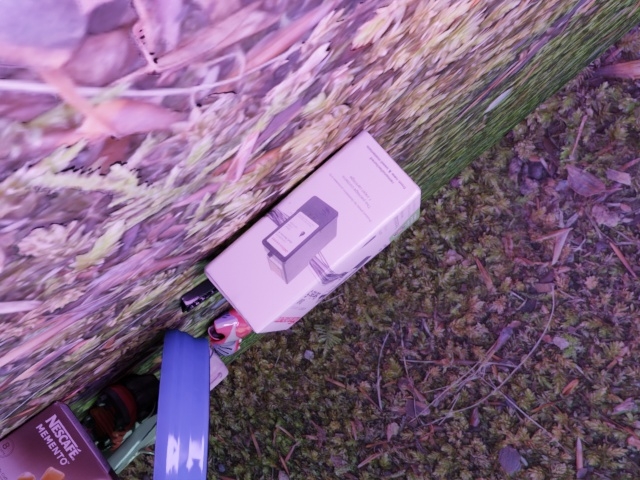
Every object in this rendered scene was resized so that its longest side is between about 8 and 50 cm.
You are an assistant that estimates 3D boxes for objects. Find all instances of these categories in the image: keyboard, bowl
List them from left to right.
[{"bbox_3d":[-0.231,0.346,1.022,0.077,0.391,0.391,3,161,-12],"label":"bowl"},{"bbox_3d":[-0.137,0.051,0.954,0.180,0.023,0.108,-36,173,-23],"label":"keyboard"}]

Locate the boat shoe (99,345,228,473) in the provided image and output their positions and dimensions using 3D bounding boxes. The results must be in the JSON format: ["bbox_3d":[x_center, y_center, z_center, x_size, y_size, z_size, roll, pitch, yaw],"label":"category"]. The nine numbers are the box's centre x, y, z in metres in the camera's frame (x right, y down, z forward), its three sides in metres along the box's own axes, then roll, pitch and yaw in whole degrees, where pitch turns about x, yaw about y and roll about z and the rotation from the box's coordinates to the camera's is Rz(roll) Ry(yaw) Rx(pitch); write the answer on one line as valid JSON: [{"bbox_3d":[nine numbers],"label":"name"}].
[{"bbox_3d":[-0.343,0.413,1.396,0.367,0.156,0.136,-50,-160,-29],"label":"boat shoe"}]

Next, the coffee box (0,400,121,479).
[{"bbox_3d":[-0.389,0.390,0.943,0.141,0.246,0.098,-35,174,-19],"label":"coffee box"}]

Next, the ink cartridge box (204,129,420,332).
[{"bbox_3d":[0.000,0.000,0.847,0.273,0.114,0.198,-41,169,2],"label":"ink cartridge box"}]

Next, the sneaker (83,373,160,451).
[{"bbox_3d":[-0.393,0.344,1.244,0.135,0.097,0.276,-29,168,-42],"label":"sneaker"}]

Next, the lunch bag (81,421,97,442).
[{"bbox_3d":[-0.515,0.427,1.363,0.083,0.053,0.071,-33,177,33],"label":"lunch bag"}]

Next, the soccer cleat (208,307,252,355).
[{"bbox_3d":[-0.224,0.214,1.407,0.095,0.083,0.248,-8,162,-27],"label":"soccer cleat"}]
